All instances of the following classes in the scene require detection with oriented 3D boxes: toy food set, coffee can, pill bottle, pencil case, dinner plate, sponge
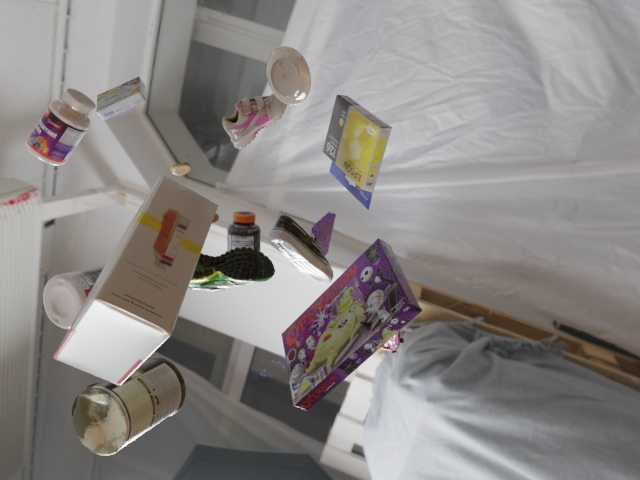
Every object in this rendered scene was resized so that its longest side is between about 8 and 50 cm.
[{"bbox_3d":[-0.585,-0.301,2.068,0.083,0.020,0.082,-26,-18,-6],"label":"toy food set"},{"bbox_3d":[-0.580,0.500,1.517,0.275,0.202,0.201,-14,-55,-70],"label":"coffee can"},{"bbox_3d":[-0.692,-0.307,1.322,0.193,0.108,0.108,-49,0,14],"label":"pill bottle"},{"bbox_3d":[-0.298,0.011,1.919,0.130,0.131,0.245,-53,-32,-72],"label":"pill bottle"},{"bbox_3d":[-0.678,0.160,1.519,0.283,0.161,0.161,-17,-52,-67],"label":"pill bottle"},{"bbox_3d":[0.250,0.320,1.755,0.209,0.095,0.098,77,-177,-54],"label":"pencil case"},{"bbox_3d":[-0.083,-0.404,1.216,0.017,0.141,0.141,-34,-31,-45],"label":"dinner plate"},{"bbox_3d":[0.000,0.000,1.839,0.117,0.031,0.210,-43,-25,-39],"label":"sponge"}]

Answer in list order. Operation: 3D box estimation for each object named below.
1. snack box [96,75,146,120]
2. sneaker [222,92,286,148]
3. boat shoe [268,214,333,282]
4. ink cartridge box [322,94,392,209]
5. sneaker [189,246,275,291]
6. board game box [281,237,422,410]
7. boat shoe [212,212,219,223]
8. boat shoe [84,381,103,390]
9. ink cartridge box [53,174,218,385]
[{"bbox_3d":[-0.589,-0.421,1.456,0.037,0.141,0.100,63,-177,-49],"label":"snack box"},{"bbox_3d":[-0.212,-0.412,1.583,0.252,0.111,0.103,-40,38,8],"label":"sneaker"},{"bbox_3d":[-0.044,0.031,1.702,0.335,0.121,0.119,47,-125,-44],"label":"boat shoe"},{"bbox_3d":[0.109,-0.310,1.722,0.303,0.072,0.307,51,134,45],"label":"ink cartridge box"},{"bbox_3d":[-0.333,0.112,1.778,0.146,0.344,0.134,83,-173,-59],"label":"sneaker"},{"bbox_3d":[0.049,0.179,1.056,0.347,0.056,0.208,-47,29,21],"label":"board game box"},{"bbox_3d":[-0.414,-0.071,1.692,0.045,0.135,0.050,-159,62,-66],"label":"boat shoe"},{"bbox_3d":[-0.781,0.607,1.912,0.341,0.122,0.110,19,-89,-61],"label":"boat shoe"},{"bbox_3d":[-0.402,0.081,1.110,0.279,0.160,0.384,-43,26,36],"label":"ink cartridge box"}]
